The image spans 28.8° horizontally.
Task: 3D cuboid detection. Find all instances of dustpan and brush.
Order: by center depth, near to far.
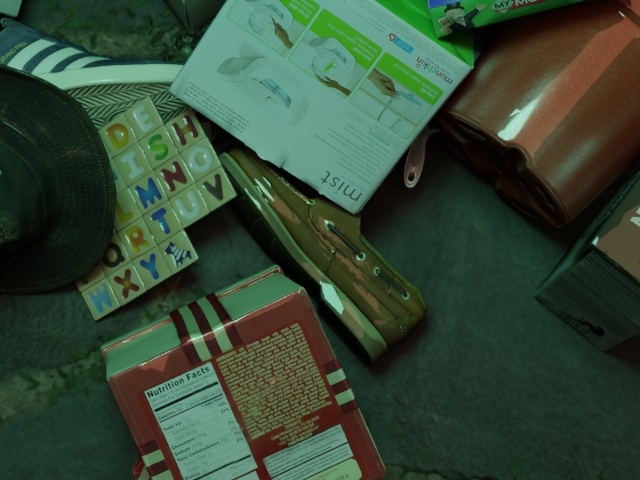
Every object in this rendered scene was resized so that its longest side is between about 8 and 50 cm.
[{"bbox_3d":[0.131,-0.158,1.535,0.147,0.060,0.211,14,78,1],"label":"dustpan and brush"}]

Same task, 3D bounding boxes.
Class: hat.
[{"bbox_3d":[-0.401,-0.048,1.384,0.331,0.134,0.331,5,116,9],"label":"hat"}]

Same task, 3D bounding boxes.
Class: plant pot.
[{"bbox_3d":[0.291,-0.175,1.445,0.272,0.272,0.265,42,84,8],"label":"plant pot"}]

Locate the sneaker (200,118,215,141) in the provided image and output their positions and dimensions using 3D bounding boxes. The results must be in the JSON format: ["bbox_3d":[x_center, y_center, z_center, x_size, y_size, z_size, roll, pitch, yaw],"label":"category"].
[{"bbox_3d":[-0.161,-0.120,1.531,0.032,0.037,0.083,43,78,10],"label":"sneaker"}]

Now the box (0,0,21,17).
[{"bbox_3d":[-0.442,-0.466,1.469,0.215,0.168,0.345,18,93,20],"label":"box"}]

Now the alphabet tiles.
[{"bbox_3d":[-0.218,-0.046,1.471,0.237,0.009,0.198,-31,81,19],"label":"alphabet tiles"}]

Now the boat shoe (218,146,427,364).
[{"bbox_3d":[0.000,0.000,1.480,0.104,0.111,0.307,-39,91,-13],"label":"boat shoe"}]

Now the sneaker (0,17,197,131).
[{"bbox_3d":[-0.315,-0.204,1.506,0.350,0.131,0.148,-5,58,-11],"label":"sneaker"}]

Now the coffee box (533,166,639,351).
[{"bbox_3d":[0.356,0.008,1.381,0.119,0.297,0.168,39,79,7],"label":"coffee box"}]

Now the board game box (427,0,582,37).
[{"bbox_3d":[0.221,-0.367,1.396,0.214,0.046,0.317,-12,47,14],"label":"board game box"}]

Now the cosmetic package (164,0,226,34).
[{"bbox_3d":[-0.193,-0.435,1.565,0.160,0.113,0.309,-37,80,-9],"label":"cosmetic package"}]

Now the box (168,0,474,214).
[{"bbox_3d":[0.003,-0.199,1.412,0.262,0.126,0.231,32,118,-9],"label":"box"}]

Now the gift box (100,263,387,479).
[{"bbox_3d":[-0.093,0.199,1.355,0.255,0.258,0.276,-20,98,-8],"label":"gift box"}]
